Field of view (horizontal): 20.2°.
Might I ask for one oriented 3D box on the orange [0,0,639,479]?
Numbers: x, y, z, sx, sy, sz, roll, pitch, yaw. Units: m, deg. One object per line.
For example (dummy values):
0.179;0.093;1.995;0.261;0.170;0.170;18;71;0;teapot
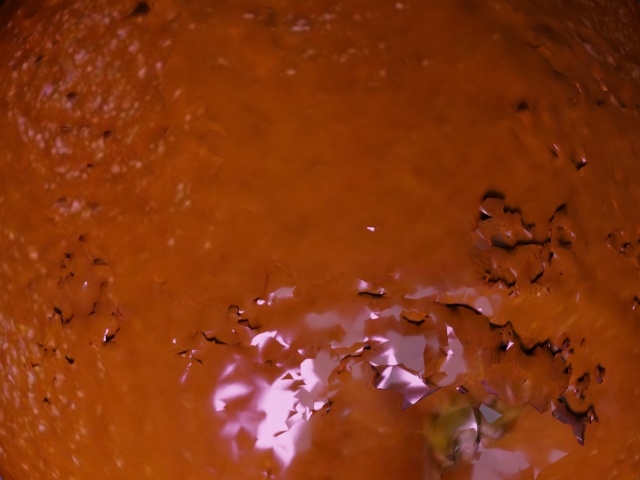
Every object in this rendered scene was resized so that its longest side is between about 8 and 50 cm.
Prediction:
0.000;0.000;0.596;0.274;0.274;0.274;-10;121;-17;orange
